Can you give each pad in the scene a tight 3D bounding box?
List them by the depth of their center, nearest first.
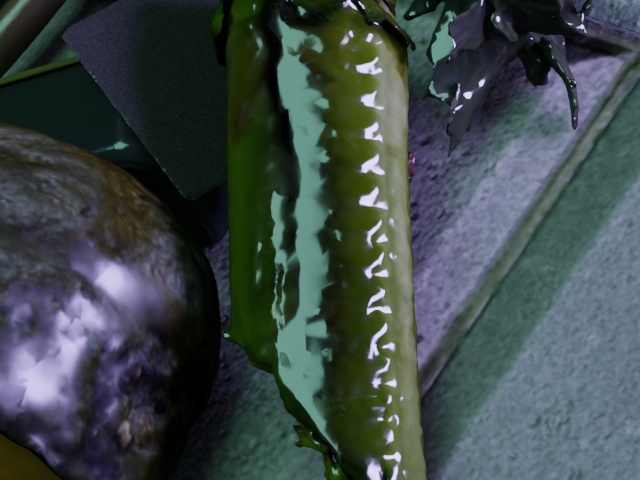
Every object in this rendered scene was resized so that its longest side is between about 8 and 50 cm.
[{"bbox_3d":[-0.053,-0.127,1.326,0.211,0.003,0.143,-33,82,-34],"label":"pad"}]

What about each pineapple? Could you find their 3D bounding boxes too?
[{"bbox_3d":[0.113,-0.235,1.340,0.165,0.165,0.365,-23,58,16],"label":"pineapple"}]

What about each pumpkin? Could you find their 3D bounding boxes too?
[{"bbox_3d":[-0.220,0.068,1.236,0.256,0.303,0.225,-34,33,44],"label":"pumpkin"}]

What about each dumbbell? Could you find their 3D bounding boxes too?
[{"bbox_3d":[-0.232,-0.164,1.527,0.082,0.092,0.231,37,82,13],"label":"dumbbell"}]

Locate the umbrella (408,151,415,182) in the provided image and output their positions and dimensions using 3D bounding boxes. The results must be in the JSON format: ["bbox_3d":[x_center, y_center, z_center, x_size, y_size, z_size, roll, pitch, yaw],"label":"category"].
[{"bbox_3d":[0.023,-0.092,1.362,0.027,0.025,0.165,-17,46,-18],"label":"umbrella"}]

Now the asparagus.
[{"bbox_3d":[0.000,0.000,1.223,0.128,0.108,0.382,0,68,-6],"label":"asparagus"}]

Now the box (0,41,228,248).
[{"bbox_3d":[-0.166,-0.044,1.363,0.201,0.144,0.090,-13,56,22],"label":"box"}]
